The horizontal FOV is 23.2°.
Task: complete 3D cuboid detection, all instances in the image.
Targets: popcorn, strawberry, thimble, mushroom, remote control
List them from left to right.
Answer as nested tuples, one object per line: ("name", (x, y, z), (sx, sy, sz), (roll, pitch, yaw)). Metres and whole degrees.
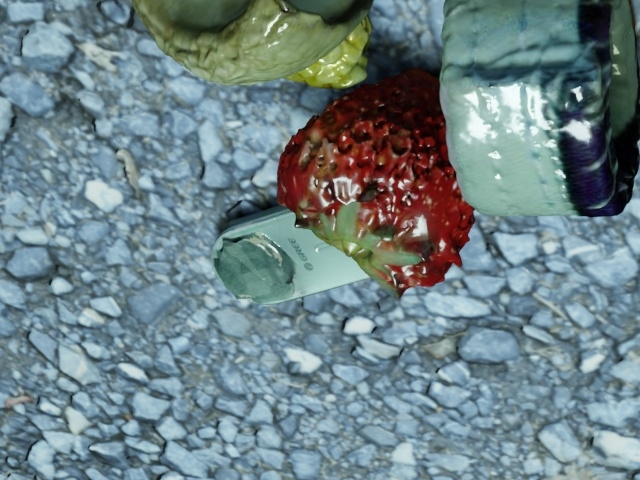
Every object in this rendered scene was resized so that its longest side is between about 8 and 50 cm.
("mushroom", (-0.069, -0.247, 1.284), (0.267, 0.189, 0.164), (57, 135, 10))
("popcorn", (-0.008, -0.192, 1.397), (0.116, 0.120, 0.106), (7, 95, -21))
("remote control", (0.000, 0.000, 1.577), (0.247, 0.052, 0.104), (-16, 121, 28))
("strawberry", (0.064, -0.065, 1.414), (0.186, 0.201, 0.184), (21, 160, 23))
("thimble", (0.186, -0.128, 1.298), (0.150, 0.237, 0.237), (-3, 127, 20))
